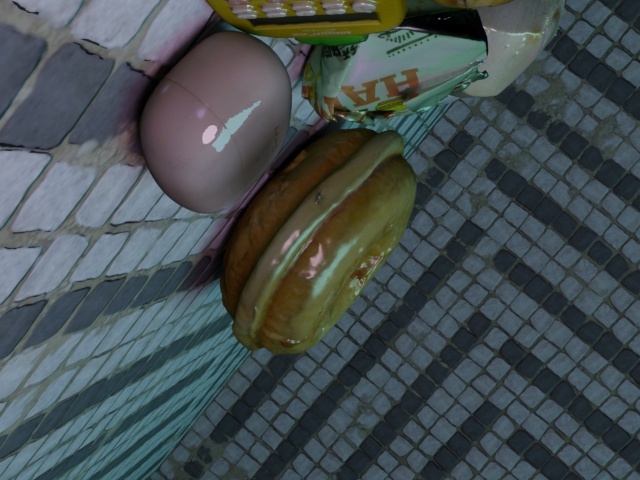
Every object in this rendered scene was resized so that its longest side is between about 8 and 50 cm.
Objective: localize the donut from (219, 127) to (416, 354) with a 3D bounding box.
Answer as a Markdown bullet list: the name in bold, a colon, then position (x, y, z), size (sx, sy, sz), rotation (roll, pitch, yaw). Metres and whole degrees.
- **donut**: position (0.000, 0.000, 1.263), size (0.449, 0.198, 0.449), rotation (-50, 167, -15)

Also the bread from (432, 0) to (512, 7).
- **bread**: position (0.143, -0.310, 0.614), size (0.196, 0.239, 0.252), rotation (-9, -172, 23)

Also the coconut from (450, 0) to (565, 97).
- **coconut**: position (0.221, -0.320, 1.016), size (0.241, 0.241, 0.241), rotation (-50, 174, -7)

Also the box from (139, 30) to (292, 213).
- **box**: position (-0.088, -0.098, 0.648), size (0.146, 0.088, 0.200), rotation (-50, 173, -13)

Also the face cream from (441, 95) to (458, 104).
- **face cream**: position (0.207, -0.311, 1.271), size (0.145, 0.145, 0.369), rotation (-54, 173, 34)

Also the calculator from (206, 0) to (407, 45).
- **calculator**: position (-0.009, -0.184, 0.552), size (0.235, 0.146, 0.032), rotation (-8, 99, -80)

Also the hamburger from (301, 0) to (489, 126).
- **hamburger**: position (0.100, -0.221, 0.872), size (0.235, 0.125, 0.214), rotation (-11, 162, -19)
